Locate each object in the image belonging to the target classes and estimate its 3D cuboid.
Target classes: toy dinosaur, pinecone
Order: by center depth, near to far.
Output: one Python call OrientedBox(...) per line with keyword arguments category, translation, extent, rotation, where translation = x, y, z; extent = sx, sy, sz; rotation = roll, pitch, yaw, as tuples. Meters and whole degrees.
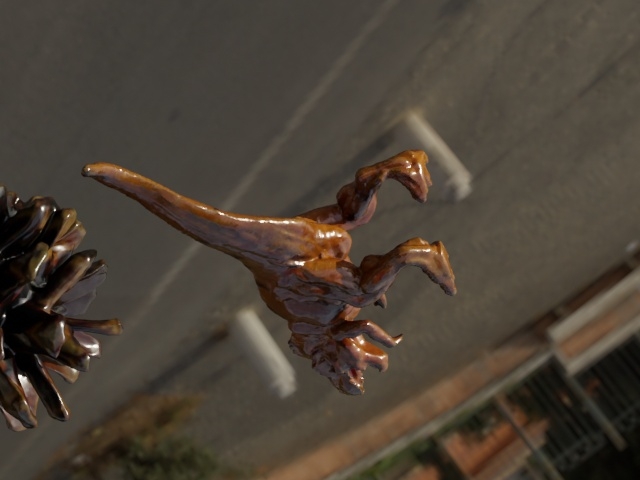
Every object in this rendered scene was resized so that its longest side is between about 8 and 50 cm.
OrientedBox(category="pinecone", translation=(-0.269, 0.064, 1.183), extent=(0.229, 0.201, 0.202), rotation=(-51, -172, 20))
OrientedBox(category="toy dinosaur", translation=(0.000, 0.000, 1.212), extent=(0.208, 0.097, 0.432), rotation=(-22, 140, 13))
